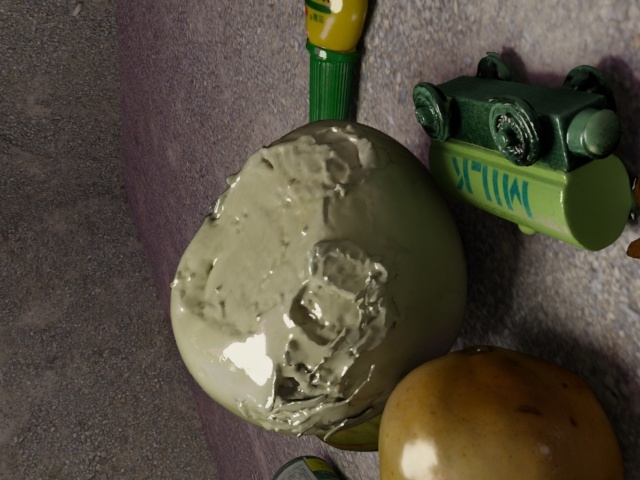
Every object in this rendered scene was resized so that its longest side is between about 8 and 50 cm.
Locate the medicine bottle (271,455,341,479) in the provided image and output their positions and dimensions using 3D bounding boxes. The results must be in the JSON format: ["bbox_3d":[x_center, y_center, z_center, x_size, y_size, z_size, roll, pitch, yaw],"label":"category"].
[{"bbox_3d":[0.017,0.522,1.363,0.293,0.141,0.141,-144,45,-60],"label":"medicine bottle"}]

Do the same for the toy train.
[{"bbox_3d":[0.176,-0.076,0.681,0.253,0.105,0.157,33,146,63],"label":"toy train"}]

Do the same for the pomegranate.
[{"bbox_3d":[0.165,0.203,0.705,0.233,0.233,0.233,167,90,-69],"label":"pomegranate"}]

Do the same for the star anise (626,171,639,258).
[{"bbox_3d":[0.268,-0.002,0.535,0.168,0.057,0.168,45,142,51],"label":"star anise"}]

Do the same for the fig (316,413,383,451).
[{"bbox_3d":[0.096,0.242,1.056,0.259,0.151,0.151,16,120,38],"label":"fig"}]

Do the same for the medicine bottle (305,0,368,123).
[{"bbox_3d":[0.019,-0.279,0.980,0.111,0.076,0.309,-126,30,-48],"label":"medicine bottle"}]

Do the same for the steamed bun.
[{"bbox_3d":[0.030,0.060,0.810,0.233,0.312,0.334,42,109,37],"label":"steamed bun"}]
